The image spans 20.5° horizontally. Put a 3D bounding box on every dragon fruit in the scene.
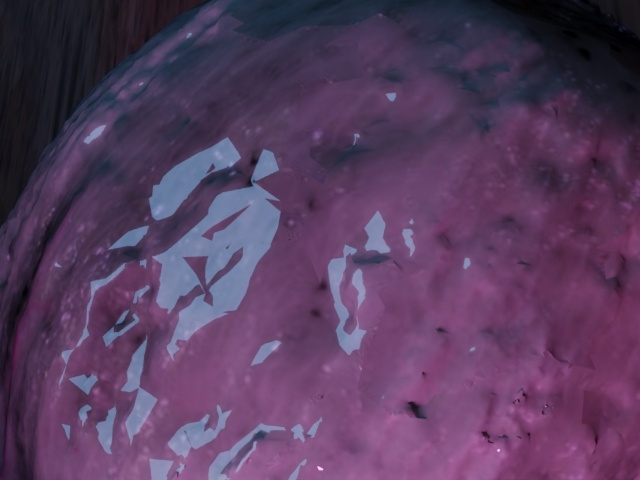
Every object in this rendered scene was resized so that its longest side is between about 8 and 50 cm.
[{"bbox_3d":[0.000,0.000,0.622,0.221,0.204,0.283,-67,26,13],"label":"dragon fruit"}]
